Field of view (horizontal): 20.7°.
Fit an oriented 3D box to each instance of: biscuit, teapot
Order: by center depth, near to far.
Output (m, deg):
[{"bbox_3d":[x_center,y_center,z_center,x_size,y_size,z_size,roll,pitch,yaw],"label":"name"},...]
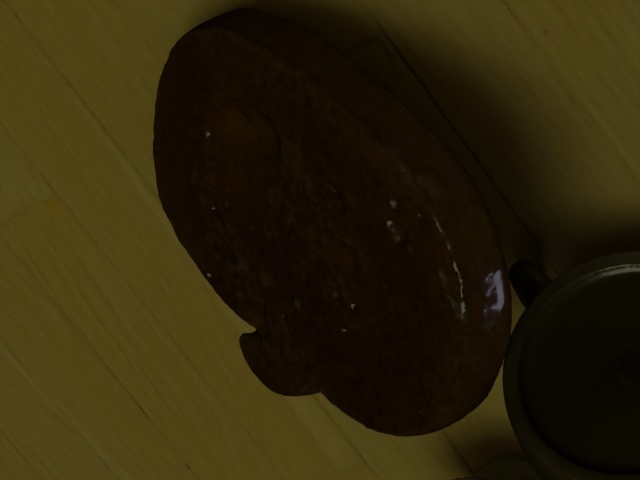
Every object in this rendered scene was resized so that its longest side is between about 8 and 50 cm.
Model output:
[{"bbox_3d":[0.229,0.114,1.275,0.268,0.185,0.175,49,176,33],"label":"teapot"},{"bbox_3d":[0.001,-0.001,1.324,0.367,0.063,0.314,41,141,31],"label":"biscuit"}]

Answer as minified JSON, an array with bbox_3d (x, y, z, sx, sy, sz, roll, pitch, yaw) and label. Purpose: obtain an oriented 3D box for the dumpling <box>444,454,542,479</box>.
[{"bbox_3d":[0.170,0.237,1.443,0.199,0.118,0.136,18,138,-10],"label":"dumpling"}]
